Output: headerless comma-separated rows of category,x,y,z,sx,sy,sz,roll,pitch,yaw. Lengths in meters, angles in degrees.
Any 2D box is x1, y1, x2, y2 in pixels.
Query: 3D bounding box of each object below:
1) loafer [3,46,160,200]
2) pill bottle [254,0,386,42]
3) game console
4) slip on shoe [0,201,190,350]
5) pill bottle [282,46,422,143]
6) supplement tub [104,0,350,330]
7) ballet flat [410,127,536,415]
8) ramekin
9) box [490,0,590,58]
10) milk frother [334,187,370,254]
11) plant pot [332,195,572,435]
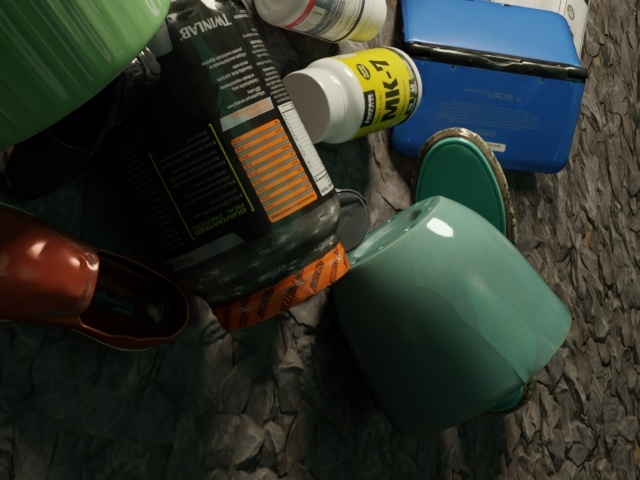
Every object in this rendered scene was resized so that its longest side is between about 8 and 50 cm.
loafer,-0.246,-0.112,0.877,0.076,0.223,0.078,49,28,-5
pill bottle,0.005,-0.336,1.263,0.180,0.108,0.108,4,81,-47
game console,0.263,-0.261,1.471,0.293,0.173,0.250,7,107,-7
slip on shoe,-0.270,0.036,0.911,0.331,0.101,0.123,26,67,-40
pill bottle,0.040,-0.203,1.271,0.208,0.119,0.119,-24,101,-46
supplement tub,-0.112,-0.085,0.995,0.207,0.207,0.338,-32,100,-45
ballet flat,0.253,0.041,1.459,0.182,0.164,0.482,-48,126,-65
ramekin,-0.281,-0.211,0.803,0.148,0.303,0.303,56,48,-35
box,0.399,-0.415,1.657,0.087,0.169,0.290,36,58,-38
milk frother,0.000,0.000,1.178,0.143,0.135,0.129,40,79,-33
plant pot,0.155,0.082,1.239,0.235,0.293,0.293,56,47,-8
